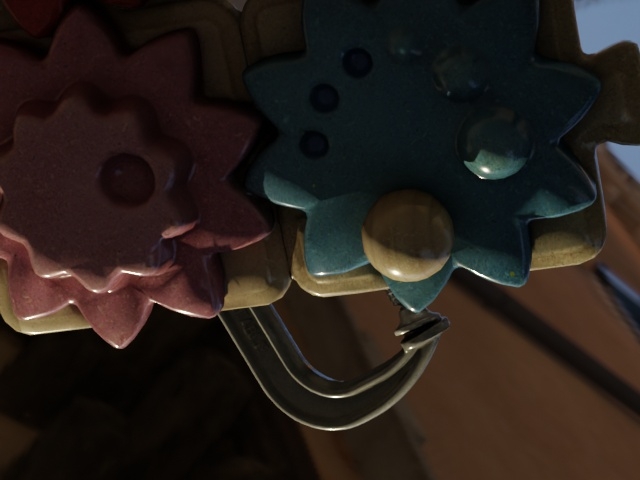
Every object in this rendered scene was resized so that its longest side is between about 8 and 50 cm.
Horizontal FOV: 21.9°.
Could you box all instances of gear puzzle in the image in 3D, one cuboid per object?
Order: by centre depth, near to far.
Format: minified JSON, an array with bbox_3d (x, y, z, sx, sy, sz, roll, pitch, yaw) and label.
[{"bbox_3d":[-0.034,-0.137,0.354,0.175,0.339,0.044,-7,-163,13],"label":"gear puzzle"}]

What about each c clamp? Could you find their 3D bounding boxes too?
[{"bbox_3d":[0.000,0.000,0.691,0.137,0.161,0.022,-24,-174,29],"label":"c clamp"}]
